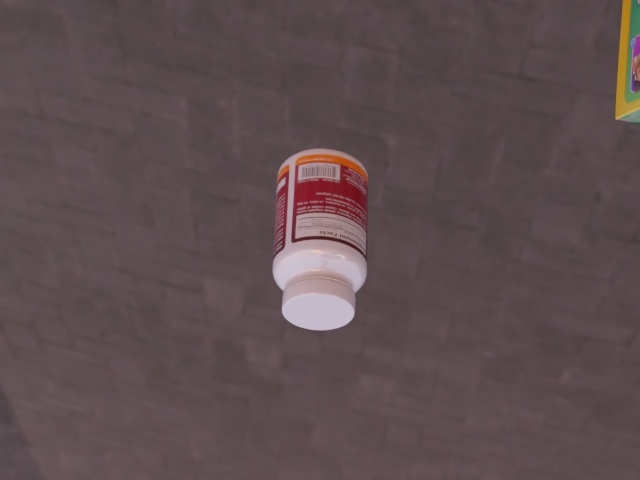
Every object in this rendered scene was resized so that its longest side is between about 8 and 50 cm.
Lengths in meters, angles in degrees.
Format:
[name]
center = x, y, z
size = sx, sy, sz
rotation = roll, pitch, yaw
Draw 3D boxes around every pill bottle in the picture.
[pill bottle]
center = 0.000, 0.000, 1.345
size = 0.086, 0.152, 0.086
rotation = 2, 147, 1

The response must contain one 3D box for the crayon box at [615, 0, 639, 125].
[crayon box]
center = 0.394, -0.219, 1.441
size = 0.081, 0.165, 0.278
rotation = 11, 167, -19
